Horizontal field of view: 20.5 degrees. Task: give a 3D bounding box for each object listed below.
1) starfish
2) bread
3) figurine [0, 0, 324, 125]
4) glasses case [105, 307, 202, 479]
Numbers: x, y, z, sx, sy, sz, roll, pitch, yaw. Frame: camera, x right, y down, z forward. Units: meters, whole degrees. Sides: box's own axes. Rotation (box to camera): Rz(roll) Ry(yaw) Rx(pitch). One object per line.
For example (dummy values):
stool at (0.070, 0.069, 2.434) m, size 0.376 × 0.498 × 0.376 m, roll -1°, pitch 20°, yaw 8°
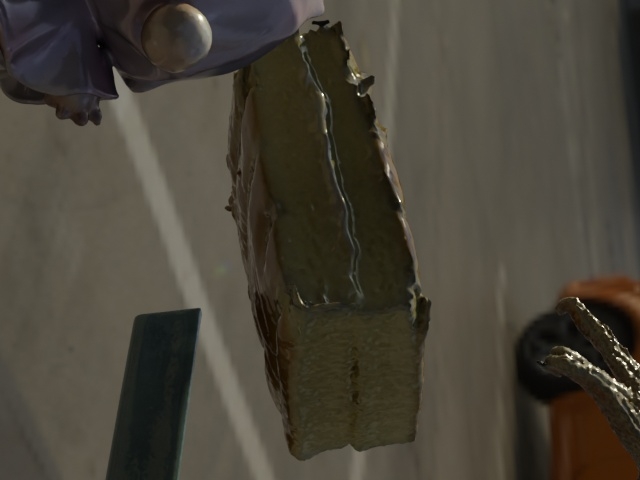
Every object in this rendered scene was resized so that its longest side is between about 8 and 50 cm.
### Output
starfish at (0.206, 0.131, 1.046) m, size 0.231 × 0.048 × 0.295 m, roll 59°, pitch 12°, yaw 7°
bread at (0.000, 0.000, 1.258) m, size 0.246 × 0.111 × 0.239 m, roll 92°, pitch -15°, yaw -61°
figurine at (-0.123, -0.141, 0.995) m, size 0.133 × 0.276 × 0.200 m, roll 87°, pitch -21°, yaw -46°
glasses case at (-0.142, 0.177, 1.404) m, size 0.266 × 0.056 × 0.105 m, roll -86°, pitch -169°, yaw -47°
